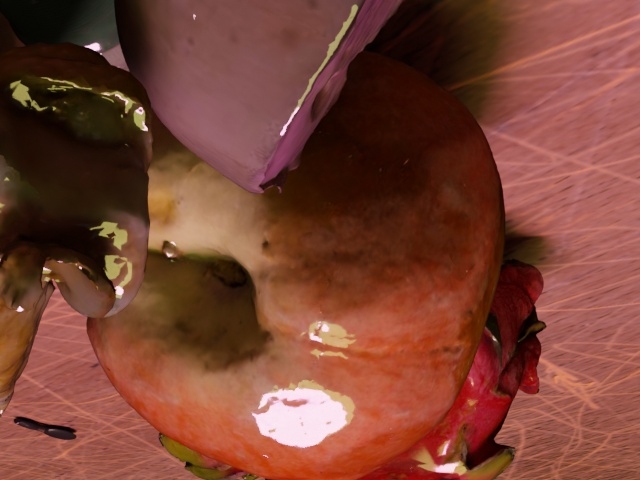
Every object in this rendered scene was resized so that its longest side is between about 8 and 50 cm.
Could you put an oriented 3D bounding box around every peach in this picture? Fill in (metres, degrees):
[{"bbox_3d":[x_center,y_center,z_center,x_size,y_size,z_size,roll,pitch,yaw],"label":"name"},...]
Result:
[{"bbox_3d":[0.000,0.000,0.714,0.214,0.214,0.235,-14,-172,29],"label":"peach"}]

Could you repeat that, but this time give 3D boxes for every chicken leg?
[{"bbox_3d":[-0.163,-0.006,0.635,0.153,0.201,0.429,-15,-178,-26],"label":"chicken leg"}]

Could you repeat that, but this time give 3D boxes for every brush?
[{"bbox_3d":[-0.271,0.186,1.405,0.024,0.008,0.083,-13,155,31],"label":"brush"}]

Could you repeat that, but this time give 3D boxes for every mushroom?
[{"bbox_3d":[-0.011,-0.111,0.521,0.117,0.141,0.188,32,123,-11],"label":"mushroom"}]

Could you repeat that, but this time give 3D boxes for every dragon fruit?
[{"bbox_3d":[0.023,0.093,0.991,0.200,0.198,0.269,-18,174,-39],"label":"dragon fruit"}]

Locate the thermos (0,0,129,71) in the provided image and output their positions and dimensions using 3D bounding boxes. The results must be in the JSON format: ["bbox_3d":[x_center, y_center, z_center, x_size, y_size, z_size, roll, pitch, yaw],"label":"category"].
[{"bbox_3d":[-0.114,-0.132,0.523,0.083,0.073,0.187,-5,158,17],"label":"thermos"}]
